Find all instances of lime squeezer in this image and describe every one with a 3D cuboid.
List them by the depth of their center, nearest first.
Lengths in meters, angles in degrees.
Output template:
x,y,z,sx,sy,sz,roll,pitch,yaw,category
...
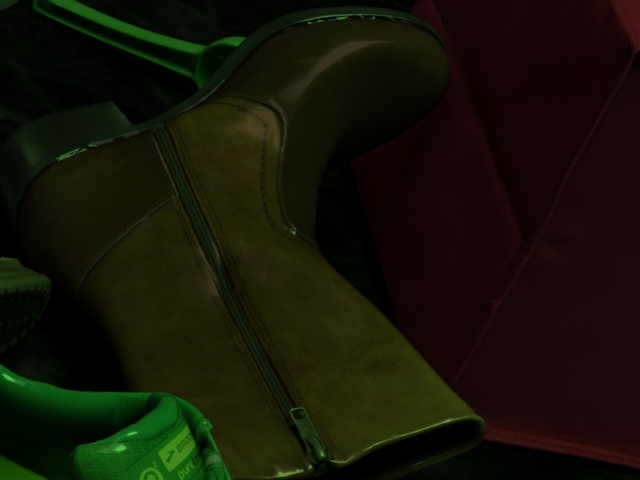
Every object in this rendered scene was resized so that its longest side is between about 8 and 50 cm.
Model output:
x,y,z,sx,sy,sz,roll,pitch,yaw,category
-0.054,-0.072,1.138,0.110,0.059,0.310,-1,40,-39,lime squeezer

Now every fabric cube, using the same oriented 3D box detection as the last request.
x,y,z,sx,sy,sz,roll,pitch,yaw,category
0.192,-0.044,1.080,0.254,0.259,0.258,14,34,-21,fabric cube

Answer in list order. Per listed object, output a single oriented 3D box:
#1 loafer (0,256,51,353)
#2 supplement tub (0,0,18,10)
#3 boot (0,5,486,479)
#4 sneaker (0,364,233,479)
x,y,z,sx,sy,sz,roll,pitch,yaw,category
-0.188,0.029,0.876,0.148,0.056,0.050,-10,51,-45,loafer
-0.295,-0.217,1.050,0.272,0.191,0.191,0,39,-37,supplement tub
0.000,0.000,0.942,0.264,0.096,0.280,-14,39,-23,boot
-0.068,0.130,0.738,0.295,0.123,0.109,30,30,6,sneaker
